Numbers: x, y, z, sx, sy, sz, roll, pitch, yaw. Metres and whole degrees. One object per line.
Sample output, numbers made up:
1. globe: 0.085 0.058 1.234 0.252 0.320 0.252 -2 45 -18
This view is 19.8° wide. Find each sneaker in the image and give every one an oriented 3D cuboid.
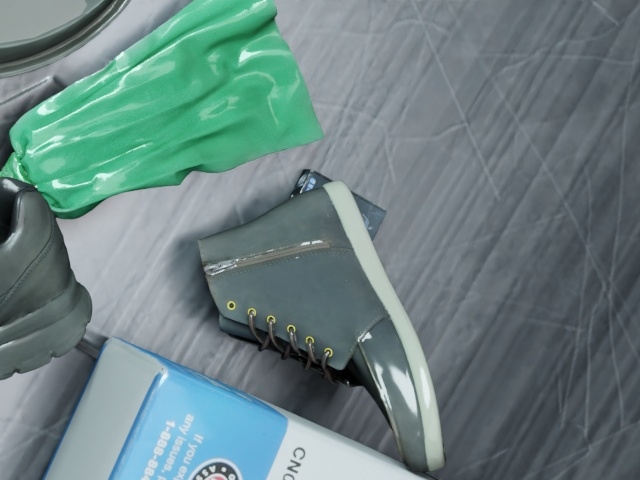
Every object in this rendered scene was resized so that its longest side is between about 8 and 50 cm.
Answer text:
1. sneaker: -0.283 0.049 1.144 0.286 0.109 0.130 -29 127 -30
2. sneaker: 0.001 0.074 1.236 0.118 0.083 0.222 -21 61 -5

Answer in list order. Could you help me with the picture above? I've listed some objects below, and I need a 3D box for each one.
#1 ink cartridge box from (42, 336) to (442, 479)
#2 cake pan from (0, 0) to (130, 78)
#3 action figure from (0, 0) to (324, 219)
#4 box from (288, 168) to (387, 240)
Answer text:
1. ink cartridge box: -0.012 0.277 1.249 0.395 0.166 0.285 25 85 -20
2. cake pan: -0.231 -0.251 1.195 0.293 0.054 0.293 -1 93 -20
3. action figure: -0.125 -0.080 1.240 0.232 0.063 0.137 -29 104 -16
4. box: 0.000 0.000 1.314 0.067 0.018 0.083 29 84 -18
